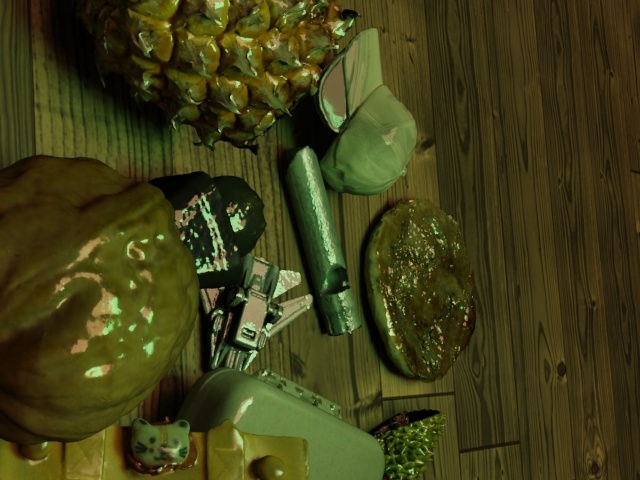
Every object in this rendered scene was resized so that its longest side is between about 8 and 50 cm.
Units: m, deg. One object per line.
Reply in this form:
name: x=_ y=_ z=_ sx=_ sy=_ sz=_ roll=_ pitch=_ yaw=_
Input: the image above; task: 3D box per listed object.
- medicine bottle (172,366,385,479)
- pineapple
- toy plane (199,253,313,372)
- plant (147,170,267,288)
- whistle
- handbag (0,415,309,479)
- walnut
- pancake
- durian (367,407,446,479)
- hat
medicine bottle: x=-0.068 y=0.340 z=1.657 sx=0.375 sy=0.123 sz=0.282 roll=34 pitch=79 yaw=-46
pineapple: x=-0.145 y=-0.315 z=1.564 sx=0.300 sy=0.352 sz=0.352 roll=40 pitch=52 yaw=-33
toy plane: x=-0.120 y=0.144 z=1.697 sx=0.212 sy=0.088 sz=0.267 roll=25 pitch=63 yaw=-23
plant: x=-0.188 y=-0.005 z=1.598 sx=0.256 sy=0.142 sz=0.164 roll=-24 pitch=102 yaw=-42
whistle: x=0.000 y=0.000 z=1.916 sx=0.062 sy=0.062 sz=0.312 roll=-26 pitch=103 yaw=-53
handbag: x=-0.205 y=0.340 z=1.378 sx=0.401 sy=0.133 sz=0.283 roll=11 pitch=62 yaw=-20
walnut: x=-0.288 y=0.055 z=1.323 sx=0.344 sy=0.306 sz=0.306 roll=-49 pitch=122 yaw=-59
pancake: x=0.188 y=0.087 z=2.156 sx=0.356 sy=0.065 sz=0.356 roll=12 pitch=75 yaw=-53
durian: x=0.161 y=0.354 z=2.013 sx=0.186 sy=0.119 sz=0.108 roll=-15 pitch=91 yaw=-55
hat: x=0.078 y=-0.210 z=1.943 sx=0.232 sy=0.161 sz=0.275 roll=-41 pitch=133 yaw=-81
